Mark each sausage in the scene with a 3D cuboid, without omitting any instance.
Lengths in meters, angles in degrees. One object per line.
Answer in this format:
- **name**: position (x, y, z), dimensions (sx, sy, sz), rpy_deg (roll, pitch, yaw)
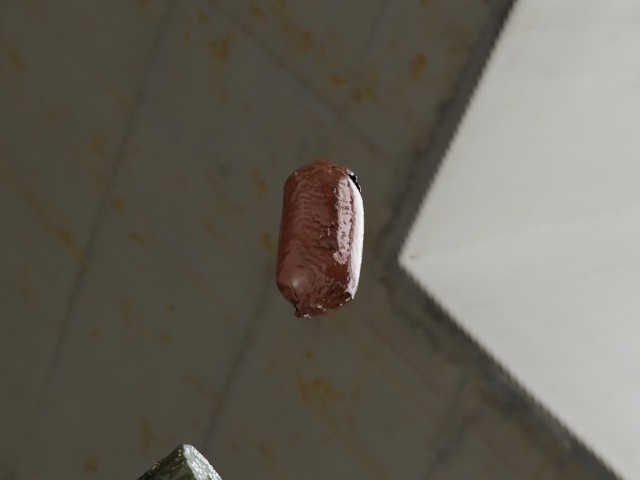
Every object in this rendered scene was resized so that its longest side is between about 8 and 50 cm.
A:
- **sausage**: position (0.000, 0.000, 1.345), dimensions (0.076, 0.076, 0.141), rpy_deg (-38, -145, 43)

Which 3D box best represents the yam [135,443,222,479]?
- **yam**: position (-0.177, 0.336, 1.536), dimensions (0.202, 0.271, 0.201), rpy_deg (48, -7, 28)
